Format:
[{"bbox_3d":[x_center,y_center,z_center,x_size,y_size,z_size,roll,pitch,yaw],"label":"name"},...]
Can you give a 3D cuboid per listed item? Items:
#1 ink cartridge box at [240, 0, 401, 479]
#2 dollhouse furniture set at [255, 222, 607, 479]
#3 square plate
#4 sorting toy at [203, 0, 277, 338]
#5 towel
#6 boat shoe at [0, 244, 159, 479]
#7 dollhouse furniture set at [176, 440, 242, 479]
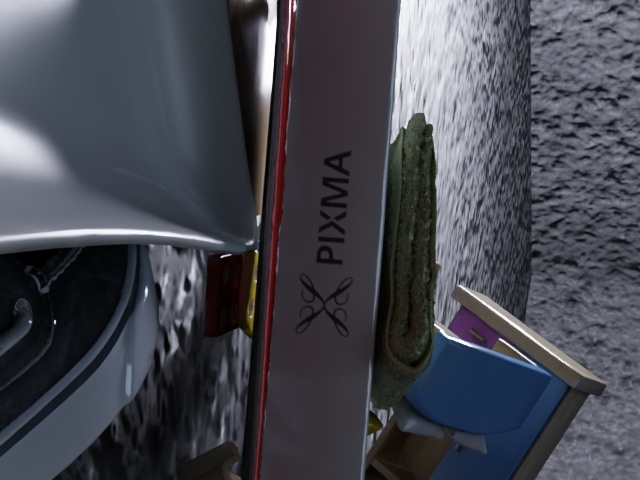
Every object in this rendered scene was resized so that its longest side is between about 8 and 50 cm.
[{"bbox_3d":[0.000,0.000,0.724,0.261,0.066,0.296,-167,-98,-86],"label":"ink cartridge box"},{"bbox_3d":[0.012,0.103,1.048,0.303,0.286,0.198,23,102,-52],"label":"dollhouse furniture set"},{"bbox_3d":[-0.109,-0.161,0.464,0.347,0.049,0.344,0,80,-77],"label":"square plate"},{"bbox_3d":[-0.059,-0.071,0.835,0.132,0.046,0.275,-26,119,-75],"label":"sorting toy"},{"bbox_3d":[0.042,0.013,0.779,0.110,0.027,0.148,110,-17,-69],"label":"towel"},{"bbox_3d":[-0.137,0.029,0.433,0.301,0.108,0.102,-49,141,-59],"label":"boat shoe"},{"bbox_3d":[-0.082,0.257,0.862,0.303,0.173,0.356,48,17,-55],"label":"dollhouse furniture set"}]
